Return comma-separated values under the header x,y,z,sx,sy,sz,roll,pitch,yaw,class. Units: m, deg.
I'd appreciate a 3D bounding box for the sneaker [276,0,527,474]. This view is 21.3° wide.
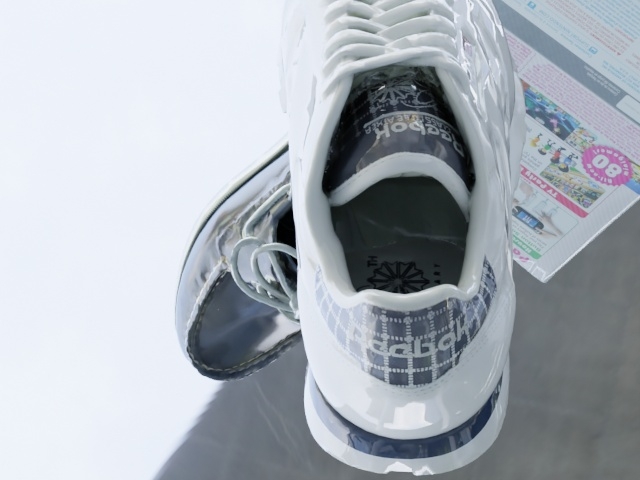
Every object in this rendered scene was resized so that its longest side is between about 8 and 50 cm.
x,y,z,sx,sy,sz,roll,pitch,yaw,class
0.027,-0.044,0.560,0.090,0.095,0.235,-8,-125,3,sneaker

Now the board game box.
x,y,z,sx,sy,sz,roll,pitch,yaw,class
0.145,-0.128,1.082,0.224,0.303,0.097,37,-126,-4,board game box

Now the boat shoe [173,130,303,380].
x,y,z,sx,sy,sz,roll,pitch,yaw,class
0.000,0.000,0.904,0.095,0.254,0.079,29,-146,-25,boat shoe
